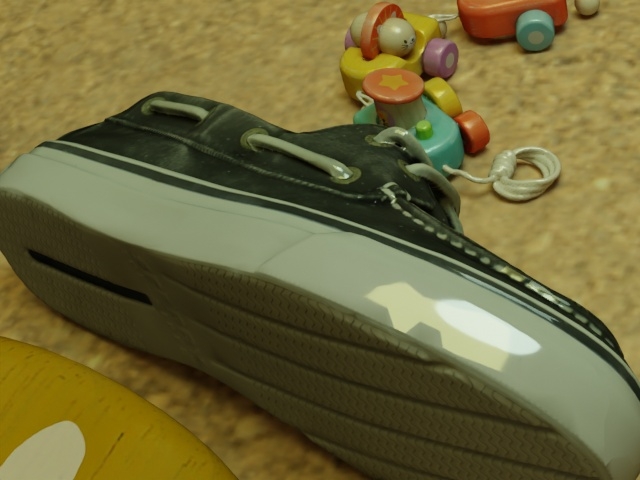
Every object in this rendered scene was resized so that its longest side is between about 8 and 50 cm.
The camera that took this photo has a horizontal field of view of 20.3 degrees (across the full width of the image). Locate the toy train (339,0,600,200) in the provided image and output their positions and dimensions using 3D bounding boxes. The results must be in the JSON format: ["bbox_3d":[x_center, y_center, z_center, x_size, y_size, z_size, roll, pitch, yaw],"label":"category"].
[{"bbox_3d":[0.066,-0.087,0.838,0.125,0.046,0.166,-5,41,14],"label":"toy train"}]

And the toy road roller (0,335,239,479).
[{"bbox_3d":[-0.165,0.079,0.522,0.241,0.329,0.202,-11,35,42],"label":"toy road roller"}]

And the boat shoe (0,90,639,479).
[{"bbox_3d":[0.000,0.000,0.705,0.335,0.121,0.119,23,58,39],"label":"boat shoe"}]
